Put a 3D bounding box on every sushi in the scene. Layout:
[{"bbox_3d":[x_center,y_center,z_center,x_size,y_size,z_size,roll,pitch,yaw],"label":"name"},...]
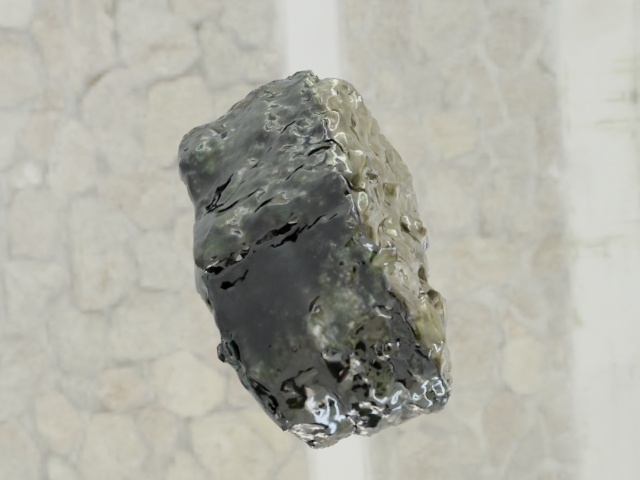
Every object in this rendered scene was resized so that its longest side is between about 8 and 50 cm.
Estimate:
[{"bbox_3d":[0.000,0.000,1.013,0.211,0.171,0.350,47,19,-38],"label":"sushi"}]
